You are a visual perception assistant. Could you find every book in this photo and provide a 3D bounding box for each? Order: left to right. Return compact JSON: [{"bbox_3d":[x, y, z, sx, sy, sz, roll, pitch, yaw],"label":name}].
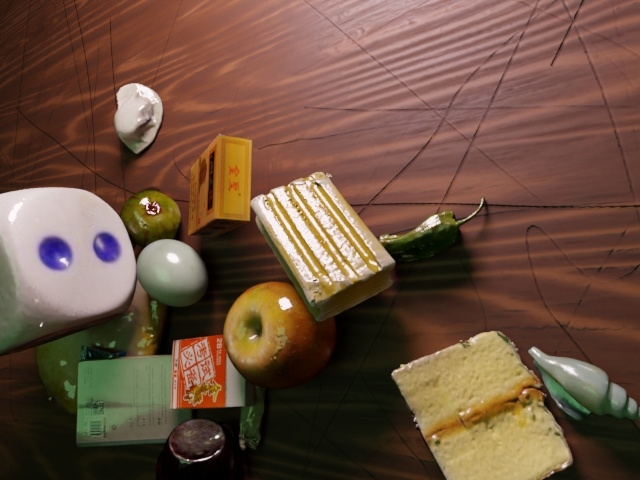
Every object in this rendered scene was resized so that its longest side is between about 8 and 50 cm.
[{"bbox_3d":[-0.448,0.387,1.127,0.282,0.025,0.215,-1,83,-1],"label":"book"}]

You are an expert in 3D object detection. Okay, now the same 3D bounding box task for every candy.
[{"bbox_3d":[-0.551,0.317,1.168,0.136,0.038,0.088,3,89,15],"label":"candy"}]

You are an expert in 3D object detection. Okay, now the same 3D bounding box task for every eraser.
[{"bbox_3d":[-0.247,0.295,1.047,0.230,0.038,0.157,-13,69,29],"label":"eraser"}]

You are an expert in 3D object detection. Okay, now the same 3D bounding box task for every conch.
[{"bbox_3d":[0.395,0.221,0.689,0.065,0.088,0.180,-38,46,-26],"label":"conch"}]

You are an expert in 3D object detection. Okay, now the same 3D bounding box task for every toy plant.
[{"bbox_3d":[-0.269,0.507,1.012,0.218,0.175,0.235,20,120,27],"label":"toy plant"}]

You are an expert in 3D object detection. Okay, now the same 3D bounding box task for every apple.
[{"bbox_3d":[-0.077,0.185,0.922,0.235,0.173,0.210,25,96,42],"label":"apple"}]

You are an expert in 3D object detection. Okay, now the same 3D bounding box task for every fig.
[{"bbox_3d":[-0.465,-0.031,1.245,0.259,0.151,0.151,-40,62,52],"label":"fig"}]

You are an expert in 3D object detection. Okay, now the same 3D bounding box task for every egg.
[{"bbox_3d":[-0.356,0.079,1.120,0.192,0.149,0.149,32,101,26],"label":"egg"}]

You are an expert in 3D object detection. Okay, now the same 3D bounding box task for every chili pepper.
[{"bbox_3d":[0.197,-0.013,0.828,0.204,0.072,0.073,-24,69,29],"label":"chili pepper"}]

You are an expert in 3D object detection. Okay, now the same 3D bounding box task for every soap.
[{"bbox_3d":[0.000,0.000,0.883,0.173,0.089,0.274,-24,54,-15],"label":"soap"}]

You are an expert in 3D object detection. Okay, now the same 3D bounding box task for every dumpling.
[{"bbox_3d":[-0.518,-0.349,1.319,0.150,0.092,0.177,-3,77,18],"label":"dumpling"}]

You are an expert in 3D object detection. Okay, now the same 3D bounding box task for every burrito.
[{"bbox_3d":[-0.147,0.363,1.016,0.058,0.045,0.188,2,81,17],"label":"burrito"}]

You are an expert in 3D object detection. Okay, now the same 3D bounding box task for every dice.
[{"bbox_3d":[-0.627,0.068,1.054,0.277,0.304,0.304,-23,86,22],"label":"dice"}]

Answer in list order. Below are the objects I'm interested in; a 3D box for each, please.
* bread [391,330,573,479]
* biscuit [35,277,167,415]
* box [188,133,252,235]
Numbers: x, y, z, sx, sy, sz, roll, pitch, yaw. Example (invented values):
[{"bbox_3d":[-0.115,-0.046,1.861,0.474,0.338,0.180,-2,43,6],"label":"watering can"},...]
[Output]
[{"bbox_3d":[0.253,0.265,0.720,0.178,0.135,0.240,-38,64,23],"label":"bread"},{"bbox_3d":[-0.600,0.258,1.264,0.429,0.104,0.446,0,86,18],"label":"biscuit"},{"bbox_3d":[-0.230,-0.110,1.036,0.274,0.076,0.174,-13,76,63],"label":"box"}]
